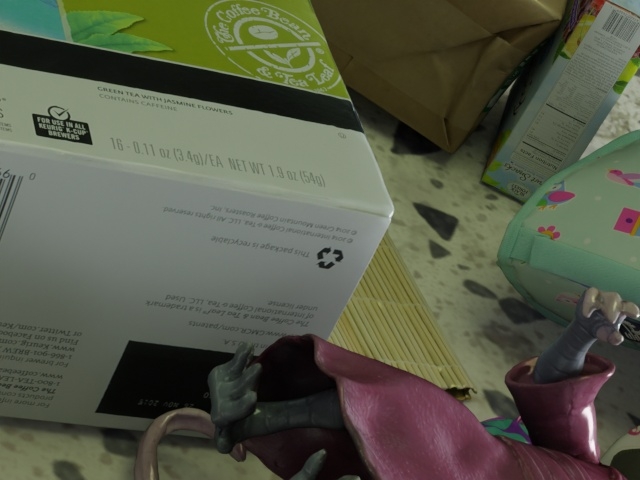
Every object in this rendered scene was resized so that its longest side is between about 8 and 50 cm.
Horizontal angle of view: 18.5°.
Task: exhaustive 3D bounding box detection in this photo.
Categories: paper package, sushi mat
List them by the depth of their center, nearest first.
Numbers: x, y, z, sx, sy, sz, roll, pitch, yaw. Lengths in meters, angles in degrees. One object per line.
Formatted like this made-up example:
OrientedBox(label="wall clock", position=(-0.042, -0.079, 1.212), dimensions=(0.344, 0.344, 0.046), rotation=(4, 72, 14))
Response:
OrientedBox(label="sushi mat", position=(0.000, 0.000, 1.505), dimensions=(0.151, 0.019, 0.316), rotation=(10, 38, -36))
OrientedBox(label="paper package", position=(0.068, -0.280, 1.753), dimensions=(0.309, 0.168, 0.325), rotation=(33, 30, -7))

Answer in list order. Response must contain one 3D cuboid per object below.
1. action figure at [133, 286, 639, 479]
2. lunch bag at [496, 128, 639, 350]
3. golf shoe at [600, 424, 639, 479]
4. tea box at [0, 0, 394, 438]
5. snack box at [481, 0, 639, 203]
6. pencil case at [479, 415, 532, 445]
OrientedBox(label="action figure", position=(0.110, 0.186, 1.209), dimensions=(0.370, 0.275, 0.248), rotation=(16, 53, -35))
OrientedBox(label="lunch bag", position=(0.289, 0.016, 1.524), dimensions=(0.223, 0.160, 0.262), rotation=(21, 23, 31))
OrientedBox(label="golf shoe", position=(0.305, 0.226, 1.349), dimensions=(0.272, 0.120, 0.105), rotation=(30, 33, 0))
OrientedBox(label="tea box", position=(-0.172, -0.064, 1.300), dimensions=(0.329, 0.220, 0.323), rotation=(9, 37, -26))
OrientedBox(label="snack box", position=(0.224, -0.154, 1.700), dimensions=(0.070, 0.207, 0.174), rotation=(27, 33, -2))
OrientedBox(label="pencil case", position=(0.069, 0.140, 1.340), dimensions=(0.151, 0.064, 0.070), rotation=(14, 62, -20))
